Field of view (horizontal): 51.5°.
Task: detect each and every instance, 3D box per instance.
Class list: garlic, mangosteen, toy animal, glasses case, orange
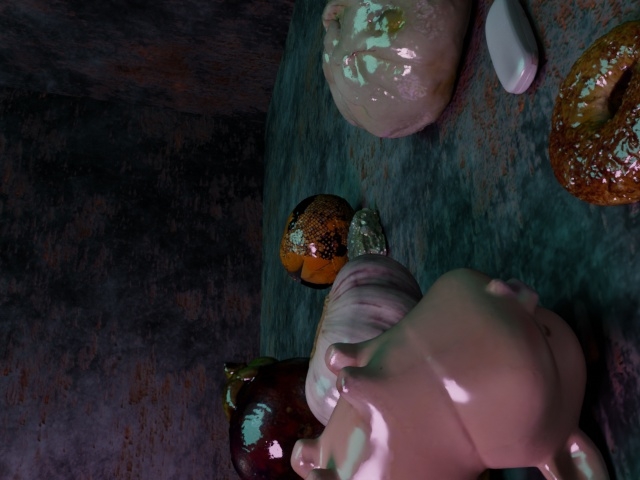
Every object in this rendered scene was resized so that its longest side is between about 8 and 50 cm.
[{"bbox_3d":[0.107,0.164,0.906,0.245,0.253,0.245,-158,90,-86],"label":"garlic"},{"bbox_3d":[-0.078,0.388,1.402,0.306,0.359,0.306,15,-90,-69],"label":"mangosteen"},{"bbox_3d":[0.128,0.183,0.697,0.327,0.269,0.237,-66,21,15],"label":"toy animal"},{"bbox_3d":[0.254,-0.264,0.888,0.063,0.041,0.164,109,162,-51],"label":"glasses case"},{"bbox_3d":[0.000,0.000,1.597,0.234,0.182,0.235,15,-90,-77],"label":"orange"}]

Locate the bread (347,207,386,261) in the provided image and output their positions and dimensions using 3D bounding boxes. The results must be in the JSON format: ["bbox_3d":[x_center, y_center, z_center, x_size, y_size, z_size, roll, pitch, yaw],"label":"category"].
[{"bbox_3d":[0.094,0.041,1.428,0.172,0.064,0.232,151,123,-77],"label":"bread"}]

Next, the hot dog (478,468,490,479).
[{"bbox_3d":[0.163,0.312,0.922,0.235,0.092,0.062,166,92,-79],"label":"hot dog"}]

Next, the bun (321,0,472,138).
[{"bbox_3d":[0.115,-0.369,1.169,0.365,0.219,0.366,-176,90,-74],"label":"bun"}]

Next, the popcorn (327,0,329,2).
[{"bbox_3d":[0.088,-0.613,1.500,0.221,0.183,0.204,-98,24,-51],"label":"popcorn"}]

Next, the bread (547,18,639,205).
[{"bbox_3d":[0.285,-0.121,0.641,0.193,0.063,0.194,-171,90,-76],"label":"bread"}]
